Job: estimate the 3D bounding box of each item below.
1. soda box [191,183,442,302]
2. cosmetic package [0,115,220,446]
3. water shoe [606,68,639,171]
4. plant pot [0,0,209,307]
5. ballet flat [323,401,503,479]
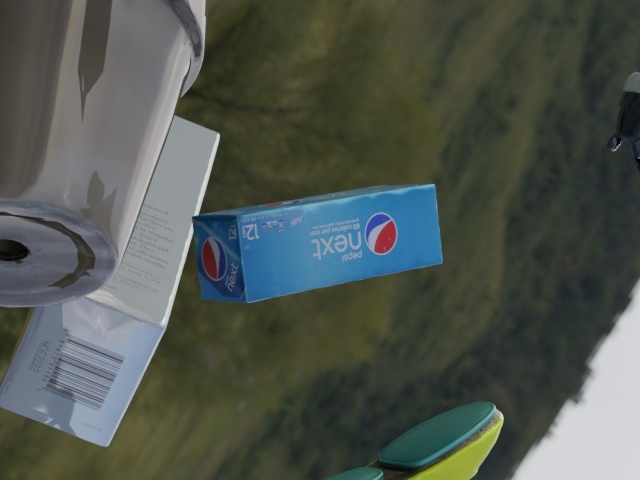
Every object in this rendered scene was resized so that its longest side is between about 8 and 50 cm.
[{"bbox_3d":[0.000,0.000,1.394,0.067,0.210,0.071,1,-81,53],"label":"soda box"},{"bbox_3d":[-0.275,0.028,2.253,0.453,0.161,0.230,-80,-165,-55],"label":"cosmetic package"},{"bbox_3d":[0.293,-0.070,1.386,0.073,0.203,0.080,23,-96,44],"label":"water shoe"},{"bbox_3d":[-0.262,-0.107,1.455,0.323,0.323,0.280,132,-36,-52],"label":"plant pot"},{"bbox_3d":[0.062,0.211,1.402,0.231,0.077,0.077,-24,-165,-28],"label":"ballet flat"}]
